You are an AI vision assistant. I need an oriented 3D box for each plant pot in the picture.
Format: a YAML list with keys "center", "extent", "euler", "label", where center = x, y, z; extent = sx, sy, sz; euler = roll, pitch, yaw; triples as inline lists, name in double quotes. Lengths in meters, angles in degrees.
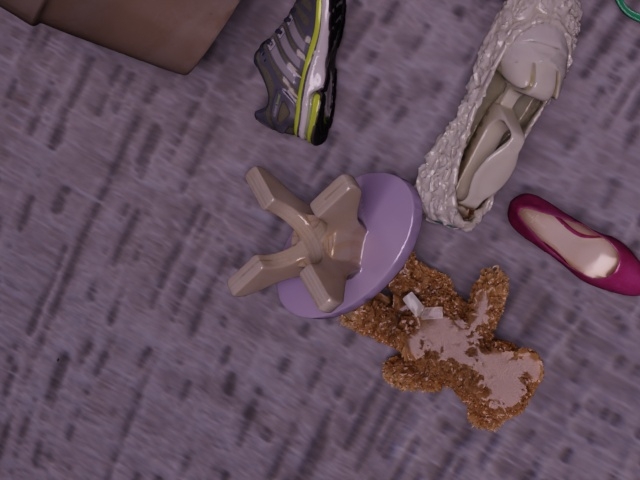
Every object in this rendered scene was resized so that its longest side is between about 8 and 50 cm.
- center: [-0.257, -0.391, 1.594]
  extent: [0.280, 0.323, 0.323]
  euler: [33, 103, -13]
  label: "plant pot"

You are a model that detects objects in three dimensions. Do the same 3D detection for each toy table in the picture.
- center: [0.000, 0.000, 1.630]
  extent: [0.274, 0.161, 0.252]
  euler: [-53, 57, 18]
  label: "toy table"

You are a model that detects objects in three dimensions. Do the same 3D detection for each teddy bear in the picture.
- center: [0.183, 0.135, 1.696]
  extent: [0.338, 0.113, 0.245]
  euler: [20, 94, 13]
  label: "teddy bear"

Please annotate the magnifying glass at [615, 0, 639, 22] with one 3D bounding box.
- center: [0.510, -0.312, 1.606]
  extent: [0.092, 0.026, 0.231]
  euler: [-38, 89, 12]
  label: "magnifying glass"

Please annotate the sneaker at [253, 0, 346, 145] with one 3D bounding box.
- center: [-0.036, -0.296, 1.656]
  extent: [0.121, 0.111, 0.299]
  euler: [9, 98, 12]
  label: "sneaker"

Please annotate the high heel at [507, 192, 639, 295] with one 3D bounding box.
- center: [0.380, 0.010, 1.626]
  extent: [0.244, 0.117, 0.082]
  euler: [40, 102, 2]
  label: "high heel"

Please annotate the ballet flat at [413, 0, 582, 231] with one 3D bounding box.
- center: [0.275, -0.188, 1.601]
  extent: [0.147, 0.147, 0.408]
  euler: [27, 105, 4]
  label: "ballet flat"
